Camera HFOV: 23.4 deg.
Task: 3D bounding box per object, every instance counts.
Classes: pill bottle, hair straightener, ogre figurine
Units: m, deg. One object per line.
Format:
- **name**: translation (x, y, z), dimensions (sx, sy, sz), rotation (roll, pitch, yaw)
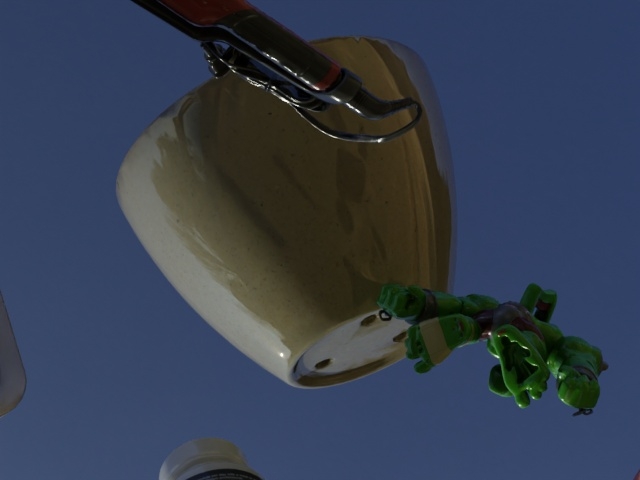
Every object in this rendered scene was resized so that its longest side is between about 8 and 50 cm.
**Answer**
- **pill bottle**: translation (-0.081, 0.249, 1.290), dimensions (0.108, 0.180, 0.108), rotation (-7, -58, -12)
- **hair straightener**: translation (-0.043, -0.125, 0.936), dimensions (0.230, 0.089, 0.047), rotation (29, -103, 2)
- **ogre figurine**: translation (0.155, 0.083, 1.263), dimensions (0.118, 0.197, 0.096), rotation (-3, -86, -56)

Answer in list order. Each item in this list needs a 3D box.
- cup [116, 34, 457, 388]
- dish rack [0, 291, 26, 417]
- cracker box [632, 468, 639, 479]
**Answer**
- **cup**: translation (0.000, 0.000, 1.476), dimensions (0.331, 0.331, 0.237), rotation (-15, -114, -20)
- **dish rack**: translation (-0.372, 0.042, 0.975), dimensions (0.333, 0.285, 0.072), rotation (4, -57, -27)
- **cracker box**: translation (0.209, 0.204, 0.794), dimensions (0.067, 0.155, 0.232), rotation (6, -124, -3)
